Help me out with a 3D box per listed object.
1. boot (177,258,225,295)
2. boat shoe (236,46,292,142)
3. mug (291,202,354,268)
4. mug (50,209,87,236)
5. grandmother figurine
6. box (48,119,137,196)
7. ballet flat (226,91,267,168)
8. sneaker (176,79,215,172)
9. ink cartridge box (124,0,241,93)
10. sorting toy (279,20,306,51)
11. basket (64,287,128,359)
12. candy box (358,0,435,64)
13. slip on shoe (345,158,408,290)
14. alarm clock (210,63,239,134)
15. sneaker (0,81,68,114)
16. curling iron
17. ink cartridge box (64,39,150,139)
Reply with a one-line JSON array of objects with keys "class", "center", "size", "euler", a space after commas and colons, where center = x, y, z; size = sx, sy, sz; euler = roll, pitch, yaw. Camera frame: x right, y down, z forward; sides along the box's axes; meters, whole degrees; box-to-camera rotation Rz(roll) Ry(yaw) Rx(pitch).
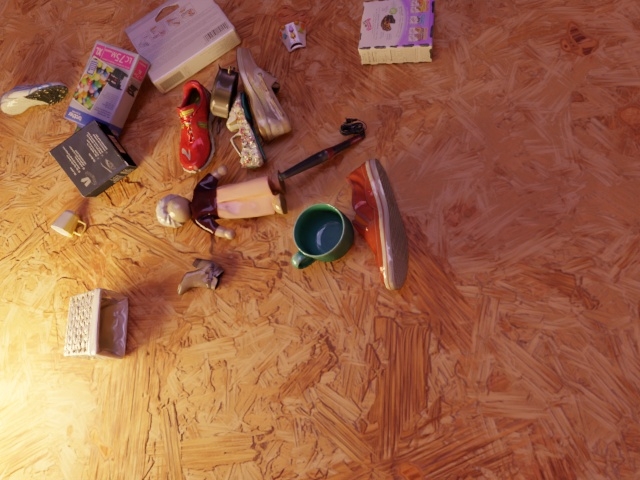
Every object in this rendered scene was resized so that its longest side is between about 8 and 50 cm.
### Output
[{"class": "boot", "center": [-0.301, 0.103, 1.226], "size": [0.087, 0.042, 0.118], "euler": [26, 86, 13]}, {"class": "boat shoe", "center": [-0.158, -0.416, 1.342], "size": [0.098, 0.109, 0.302], "euler": [-19, 70, -2]}, {"class": "mug", "center": [0.002, -0.009, 1.151], "size": [0.157, 0.097, 0.129], "euler": [-20, 70, 19]}, {"class": "mug", "center": [-0.719, -0.048, 1.386], "size": [0.062, 0.078, 0.064], "euler": [-4, 56, 48]}, {"class": "grandmother figurine", "center": [-0.264, -0.103, 1.259], "size": [0.342, 0.104, 0.208], "euler": [-11, 60, 8]}, {"class": "box", "center": [-0.641, -0.229, 1.370], "size": [0.158, 0.093, 0.156], "euler": [-35, 96, 0]}, {"class": "ballet flat", "center": [-0.213, -0.300, 1.315], "size": [0.077, 0.091, 0.241], "euler": [-20, 68, 3]}, {"class": "sneaker", "center": [-0.363, -0.322, 1.349], "size": [0.107, 0.118, 0.279], "euler": [-7, 69, 13]}, {"class": "ink cartridge box", "center": [-0.432, -0.638, 1.509], "size": [0.296, 0.066, 0.261], "euler": [-33, 67, 1]}, {"class": "sorting toy", "center": [-0.078, -0.598, 1.422], "size": [0.083, 0.045, 0.075], "euler": [-17, 87, 8]}, {"class": "basket", "center": [-0.564, 0.216, 1.214], "size": [0.103, 0.113, 0.167], "euler": [-11, 68, 13]}, {"class": "candy box", "center": [0.209, -0.571, 1.316], "size": [0.196, 0.070, 0.165], "euler": [3, 72, 15]}, {"class": "slip on shoe", "center": [0.130, -0.035, 1.129], "size": [0.101, 0.123, 0.331], "euler": [-23, 63, 23]}, {"class": "alarm clock", "center": [-0.274, -0.392, 1.350], "size": [0.064, 0.129, 0.192], "euler": [11, 107, -7]}, {"class": "sneaker", "center": [-0.938, -0.480, 1.574], "size": [0.237, 0.085, 0.086], "euler": [-13, 73, 9]}, {"class": "curling iron", "center": [0.005, -0.230, 1.239], "size": [0.274, 0.035, 0.068], "euler": [-37, 76, -13]}, {"class": "ink cartridge box", "center": [-0.657, -0.433, 1.463], "size": [0.186, 0.065, 0.311], "euler": [25, 94, 21]}]
